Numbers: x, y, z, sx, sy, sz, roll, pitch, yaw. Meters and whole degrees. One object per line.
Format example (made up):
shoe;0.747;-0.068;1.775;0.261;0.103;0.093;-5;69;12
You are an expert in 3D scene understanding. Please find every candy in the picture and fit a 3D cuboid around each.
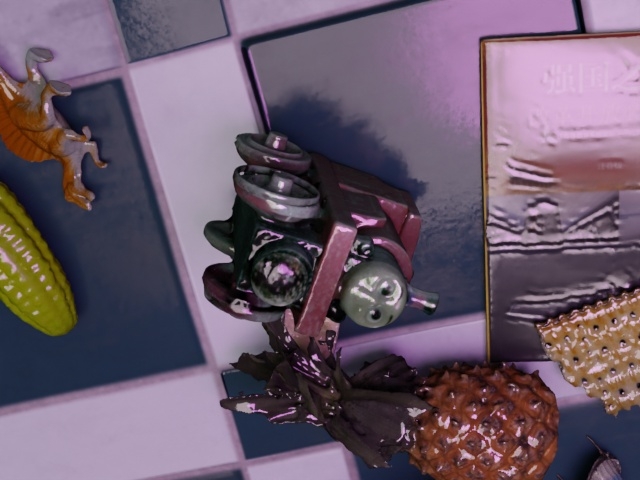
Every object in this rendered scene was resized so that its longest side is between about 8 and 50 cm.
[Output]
candy;-0.351;0.024;1.195;0.097;0.097;0.209;-31;107;13

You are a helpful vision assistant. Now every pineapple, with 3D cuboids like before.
pineapple;0.074;0.186;1.147;0.364;0.165;0.165;13;107;-8

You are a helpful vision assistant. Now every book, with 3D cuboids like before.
book;0.312;-0.041;1.151;0.262;0.028;0.374;-2;107;7

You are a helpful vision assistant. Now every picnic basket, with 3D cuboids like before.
picnic basket;0.325;0.278;1.229;0.083;0.083;0.065;41;113;39

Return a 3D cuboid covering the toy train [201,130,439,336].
toy train;0.000;0.000;1.053;0.221;0.304;0.150;18;108;-11

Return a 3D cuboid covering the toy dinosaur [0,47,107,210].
toy dinosaur;-0.323;-0.140;1.173;0.212;0.057;0.142;33;126;7

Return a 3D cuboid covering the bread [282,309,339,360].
bread;-0.012;0.102;1.219;0.068;0.028;0.153;9;106;1

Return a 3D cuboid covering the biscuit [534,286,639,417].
biscuit;0.360;0.119;1.171;0.203;0.016;0.144;-23;103;11
